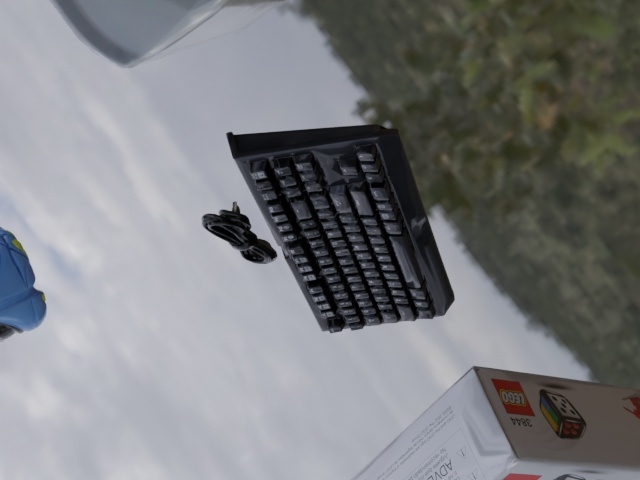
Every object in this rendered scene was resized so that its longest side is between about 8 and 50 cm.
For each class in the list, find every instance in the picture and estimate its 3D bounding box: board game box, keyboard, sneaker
[{"bbox_3d":[0.130,0.149,0.816,0.305,0.193,0.053,11,-135,-39],"label":"board game box"},{"bbox_3d":[0.000,0.000,0.809,0.180,0.108,0.023,66,-155,-58],"label":"keyboard"},{"bbox_3d":[-0.207,0.024,0.838,0.188,0.078,0.067,6,115,57],"label":"sneaker"}]

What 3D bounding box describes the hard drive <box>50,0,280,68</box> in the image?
[{"bbox_3d":[-0.097,-0.173,0.585,0.233,0.047,0.353,55,-174,-6],"label":"hard drive"}]
